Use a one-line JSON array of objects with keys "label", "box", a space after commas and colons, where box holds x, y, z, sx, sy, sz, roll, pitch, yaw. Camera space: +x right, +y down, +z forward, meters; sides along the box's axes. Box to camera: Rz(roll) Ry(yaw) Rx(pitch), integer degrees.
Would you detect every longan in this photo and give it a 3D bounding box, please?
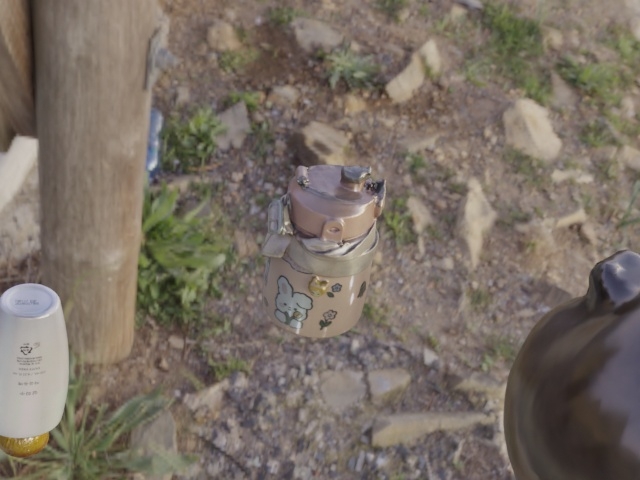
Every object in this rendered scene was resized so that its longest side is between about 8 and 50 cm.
[{"label": "longan", "box": [0.282, 0.158, 0.765, 0.243, 0.300, 0.300, -14, 50, -32]}]

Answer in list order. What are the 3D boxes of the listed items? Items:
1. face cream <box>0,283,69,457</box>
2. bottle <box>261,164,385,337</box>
[{"label": "face cream", "box": [-0.255, 0.116, 0.775, 0.072, 0.182, 0.051, -1, 41, -21]}, {"label": "bottle", "box": [0.000, -0.001, 0.740, 0.099, 0.152, 0.099, 6, 39, -5]}]
